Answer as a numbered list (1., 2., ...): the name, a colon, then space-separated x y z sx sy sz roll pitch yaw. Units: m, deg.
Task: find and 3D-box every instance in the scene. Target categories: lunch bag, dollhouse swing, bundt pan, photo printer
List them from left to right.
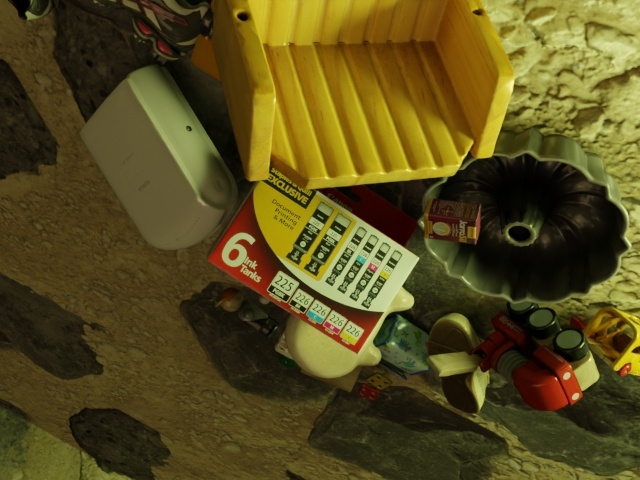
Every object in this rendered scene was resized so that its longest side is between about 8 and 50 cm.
1. photo printer: -0.295 -0.133 1.326 0.256 0.107 0.307 -26 96 47
2. dollhouse swing: 0.074 -0.281 0.852 0.347 0.315 0.305 -6 153 -20
3. lunch bag: 0.165 0.239 1.577 0.129 0.096 0.151 34 152 -14
4. bundt pan: 0.335 -0.048 1.177 0.331 0.124 0.330 13 136 13

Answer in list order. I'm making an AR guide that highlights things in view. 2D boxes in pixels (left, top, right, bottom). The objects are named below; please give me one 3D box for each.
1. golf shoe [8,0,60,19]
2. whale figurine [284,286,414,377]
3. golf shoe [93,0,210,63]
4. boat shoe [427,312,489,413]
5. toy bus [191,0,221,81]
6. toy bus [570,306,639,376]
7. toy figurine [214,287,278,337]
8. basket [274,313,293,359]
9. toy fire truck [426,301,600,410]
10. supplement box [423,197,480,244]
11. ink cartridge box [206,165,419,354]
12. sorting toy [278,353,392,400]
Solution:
1. golf shoe: -0.524 -0.462 1.193 0.077 0.093 0.198 -14 124 37
2. whale figurine: 0.055 0.161 1.474 0.216 0.272 0.141 54 176 -2
3. golf shoe: -0.302 -0.415 1.148 0.273 0.105 0.120 38 119 -20
4. boat shoe: 0.303 0.244 1.510 0.109 0.098 0.302 13 140 33
5. toy bus: -0.085 -0.367 1.051 0.108 0.130 0.332 32 138 -6
6. toy bus: 0.572 0.185 1.309 0.191 0.202 0.104 33 107 2
7. toy figurine: -0.095 0.064 1.433 0.148 0.209 0.213 39 136 -6
8. basket: -0.002 0.213 1.611 0.167 0.113 0.103 23 134 1
9. toy fire truck: 0.346 0.225 1.316 0.246 0.217 0.158 -34 122 -5
10. supplement box: 0.208 -0.030 1.132 0.083 0.043 0.054 7 134 18
11. ink cartridge box: 0.000 0.000 1.266 0.310 0.271 0.130 32 177 -9
12. sorting toy: 0.040 0.294 1.719 0.275 0.046 0.132 21 138 5
